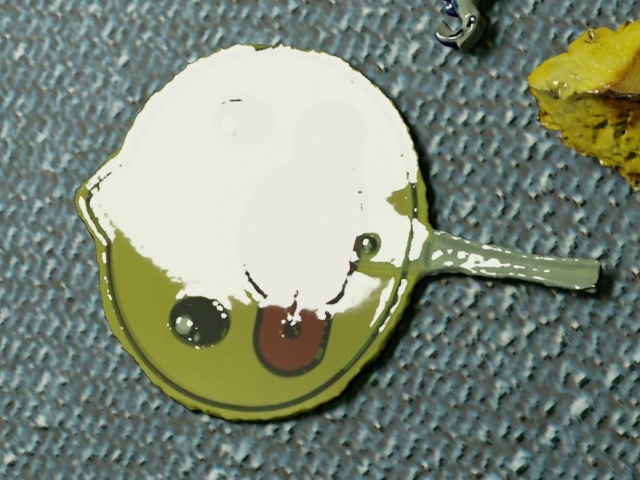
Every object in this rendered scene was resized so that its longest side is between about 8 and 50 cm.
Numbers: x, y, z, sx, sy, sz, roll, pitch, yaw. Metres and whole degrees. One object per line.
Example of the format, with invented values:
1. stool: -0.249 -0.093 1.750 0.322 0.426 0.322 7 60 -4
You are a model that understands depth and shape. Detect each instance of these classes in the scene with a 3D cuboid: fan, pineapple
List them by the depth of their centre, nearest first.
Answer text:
1. pineapple: 0.178 -0.094 0.912 0.114 0.077 0.114 27 78 17
2. fan: 0.000 0.000 0.989 0.335 0.011 0.229 9 84 23

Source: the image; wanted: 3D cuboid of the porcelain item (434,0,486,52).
1. porcelain item: 0.097 -0.181 0.978 0.075 0.021 0.136 42 96 20
